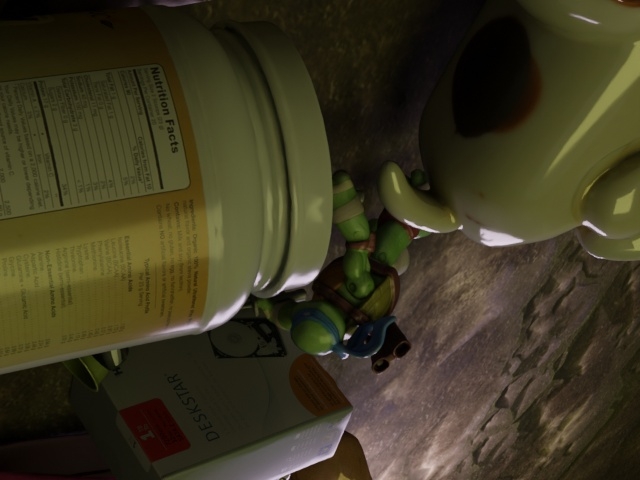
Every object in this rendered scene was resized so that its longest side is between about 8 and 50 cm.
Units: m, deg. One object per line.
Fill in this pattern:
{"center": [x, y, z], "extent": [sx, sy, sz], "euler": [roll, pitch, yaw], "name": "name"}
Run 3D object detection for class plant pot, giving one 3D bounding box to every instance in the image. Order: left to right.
{"center": [-0.210, 0.087, 1.013], "extent": [0.079, 0.083, 0.083], "euler": [-41, 151, -25], "name": "plant pot"}

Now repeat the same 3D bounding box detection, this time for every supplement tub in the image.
{"center": [-0.173, -0.034, 0.702], "extent": [0.316, 0.228, 0.228], "euler": [-11, 139, -22], "name": "supplement tub"}

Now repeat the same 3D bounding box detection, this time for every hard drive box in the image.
{"center": [-0.114, 0.172, 1.111], "extent": [0.232, 0.181, 0.089], "euler": [-16, 140, -36], "name": "hard drive box"}

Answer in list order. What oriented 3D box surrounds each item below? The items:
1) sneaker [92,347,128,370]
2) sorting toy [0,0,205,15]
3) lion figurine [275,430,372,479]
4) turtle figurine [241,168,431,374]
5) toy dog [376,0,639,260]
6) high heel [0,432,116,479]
{"center": [-0.168, 0.001, 0.907], "extent": [0.132, 0.086, 0.228], "euler": [-32, 134, -25], "name": "sneaker"}
{"center": [-0.136, -0.222, 0.725], "extent": [0.275, 0.046, 0.132], "euler": [-19, 143, -32], "name": "sorting toy"}
{"center": [-0.027, 0.327, 1.438], "extent": [0.142, 0.240, 0.392], "euler": [-9, 177, 24], "name": "lion figurine"}
{"center": [0.000, 0.000, 1.097], "extent": [0.266, 0.275, 0.197], "euler": [-32, 130, -52], "name": "turtle figurine"}
{"center": [0.231, -0.203, 0.979], "extent": [0.396, 0.284, 0.407], "euler": [-10, 139, -13], "name": "toy dog"}
{"center": [-0.211, 0.214, 1.144], "extent": [0.377, 0.127, 0.181], "euler": [-37, 125, -31], "name": "high heel"}
